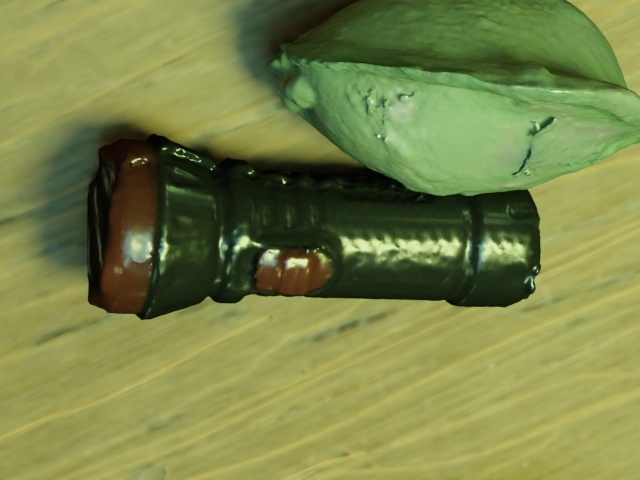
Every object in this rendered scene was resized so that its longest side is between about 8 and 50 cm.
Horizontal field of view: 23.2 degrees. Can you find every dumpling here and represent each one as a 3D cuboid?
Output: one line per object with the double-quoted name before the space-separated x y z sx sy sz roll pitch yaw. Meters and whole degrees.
"dumpling" 0.084 -0.064 0.752 0.217 0.149 0.105 7 122 -23

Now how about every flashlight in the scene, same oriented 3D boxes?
"flashlight" 0.000 0.000 0.793 0.232 0.093 0.093 4 112 -16
